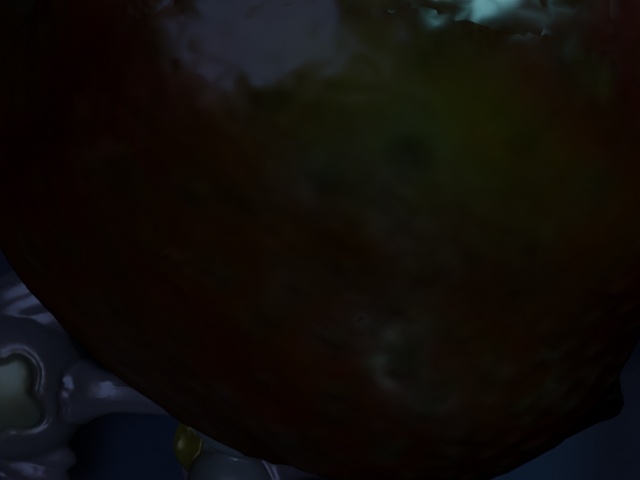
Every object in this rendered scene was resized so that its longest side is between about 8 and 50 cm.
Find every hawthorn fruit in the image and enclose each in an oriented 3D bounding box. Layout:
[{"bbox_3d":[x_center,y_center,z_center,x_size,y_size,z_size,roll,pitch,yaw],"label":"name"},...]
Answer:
[{"bbox_3d":[-0.001,-0.085,0.782,0.402,0.403,0.403,2,95,27],"label":"hawthorn fruit"}]

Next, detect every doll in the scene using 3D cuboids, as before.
[{"bbox_3d":[-0.123,0.103,1.047,0.365,0.094,0.160,9,100,27],"label":"doll"}]
